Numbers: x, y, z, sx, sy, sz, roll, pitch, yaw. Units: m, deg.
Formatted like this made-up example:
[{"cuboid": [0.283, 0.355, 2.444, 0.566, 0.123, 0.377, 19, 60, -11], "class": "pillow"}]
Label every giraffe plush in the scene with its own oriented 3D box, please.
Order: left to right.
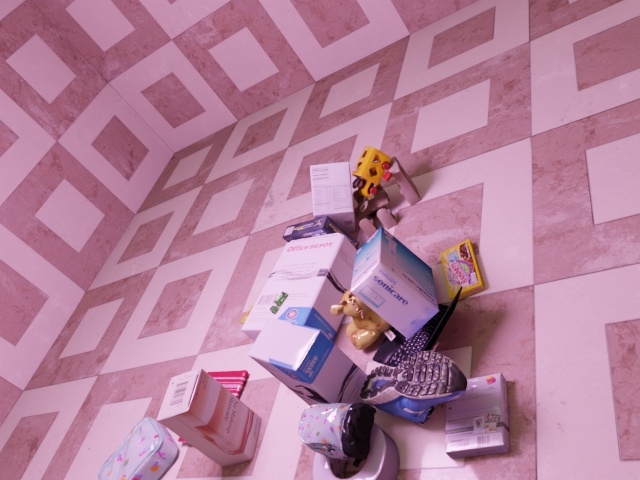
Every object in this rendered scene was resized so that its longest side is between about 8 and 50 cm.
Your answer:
[{"cuboid": [0.121, 0.213, 1.747, 0.181, 0.170, 0.210, -51, 19, -15], "class": "giraffe plush"}]

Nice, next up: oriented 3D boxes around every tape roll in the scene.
[{"cuboid": [0.088, 0.564, 1.471, 0.219, 0.072, 0.219, -29, 33, 21], "class": "tape roll"}]

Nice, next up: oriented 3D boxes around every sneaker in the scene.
[{"cuboid": [0.247, 0.371, 1.442, 0.330, 0.147, 0.130, -29, 28, 54], "class": "sneaker"}]

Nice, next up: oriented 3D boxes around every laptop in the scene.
[{"cuboid": [0.265, 0.238, 1.628, 0.264, 0.137, 0.234, 9, 56, 51], "class": "laptop"}]

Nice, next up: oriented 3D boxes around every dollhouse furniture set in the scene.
[{"cuboid": [0.221, -0.169, 2.163, 0.242, 0.161, 0.212, -30, 33, 17], "class": "dollhouse furniture set"}]

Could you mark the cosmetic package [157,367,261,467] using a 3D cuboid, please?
[{"cuboid": [-0.324, 0.533, 1.740, 0.129, 0.296, 0.153, -22, 37, 26], "class": "cosmetic package"}]

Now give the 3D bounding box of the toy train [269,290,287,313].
[{"cuboid": [-0.137, 0.200, 1.898, 0.017, 0.024, 0.083, 8, 57, 50], "class": "toy train"}]

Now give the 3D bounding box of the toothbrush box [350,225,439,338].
[{"cuboid": [0.212, 0.111, 1.673, 0.126, 0.216, 0.295, -48, 10, 19], "class": "toothbrush box"}]

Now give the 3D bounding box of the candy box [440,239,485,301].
[{"cuboid": [0.423, 0.089, 1.750, 0.105, 0.027, 0.206, -30, 32, 23], "class": "candy box"}]

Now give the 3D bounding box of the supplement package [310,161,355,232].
[{"cuboid": [0.047, -0.154, 2.177, 0.149, 0.194, 0.203, -5, 69, 3], "class": "supplement package"}]

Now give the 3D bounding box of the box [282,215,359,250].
[{"cuboid": [0.000, 0.000, 2.144, 0.232, 0.183, 0.059, -12, 49, 47], "class": "box"}]

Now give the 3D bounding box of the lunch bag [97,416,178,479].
[{"cuboid": [-0.628, 0.752, 1.974, 0.279, 0.108, 0.224, -48, 32, -13], "class": "lunch bag"}]

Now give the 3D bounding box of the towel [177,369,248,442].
[{"cuboid": [-0.363, 0.567, 1.997, 0.198, 0.031, 0.275, -11, 43, 36], "class": "towel"}]

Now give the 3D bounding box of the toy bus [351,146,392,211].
[{"cuboid": [0.164, -0.241, 2.109, 0.191, 0.104, 0.202, -44, 29, 40], "class": "toy bus"}]

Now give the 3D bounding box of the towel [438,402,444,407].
[{"cuboid": [0.305, 0.382, 1.475, 0.083, 0.009, 0.060, -124, 54, -81], "class": "towel"}]

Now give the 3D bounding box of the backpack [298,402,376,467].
[{"cuboid": [0.037, 0.472, 1.462, 0.181, 0.115, 0.152, -15, 42, 40], "class": "backpack"}]

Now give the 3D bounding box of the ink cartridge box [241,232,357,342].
[{"cuboid": [-0.051, 0.186, 2.005, 0.285, 0.166, 0.395, -7, 45, 42], "class": "ink cartridge box"}]

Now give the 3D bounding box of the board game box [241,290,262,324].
[{"cuboid": [-0.215, 0.255, 2.216, 0.092, 0.043, 0.181, 3, 52, 49], "class": "board game box"}]

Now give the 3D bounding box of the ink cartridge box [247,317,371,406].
[{"cuboid": [-0.016, 0.362, 1.611, 0.223, 0.307, 0.129, 3, 53, 48], "class": "ink cartridge box"}]

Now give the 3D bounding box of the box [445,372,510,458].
[{"cuboid": [0.370, 0.416, 1.384, 0.145, 0.038, 0.186, -21, 37, 30], "class": "box"}]
